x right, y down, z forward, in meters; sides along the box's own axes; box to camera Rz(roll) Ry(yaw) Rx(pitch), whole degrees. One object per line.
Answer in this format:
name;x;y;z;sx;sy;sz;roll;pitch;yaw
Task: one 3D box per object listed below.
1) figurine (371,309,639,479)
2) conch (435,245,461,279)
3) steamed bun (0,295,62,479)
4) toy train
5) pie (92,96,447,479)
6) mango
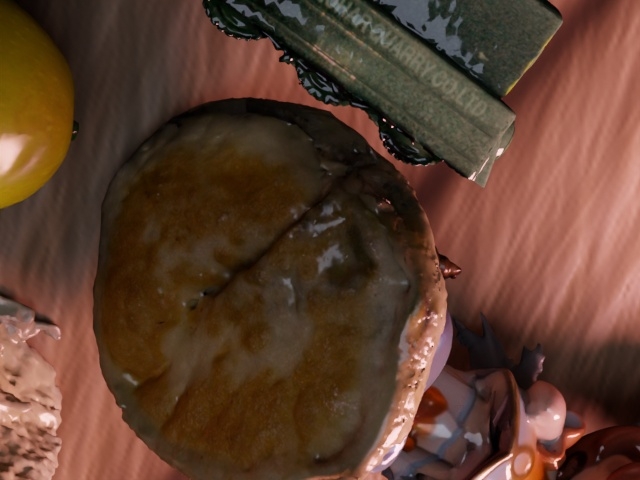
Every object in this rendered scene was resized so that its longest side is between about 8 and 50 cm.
figurine;0.191;0.217;1.070;0.388;0.248;0.276;33;110;-8
conch;0.003;0.000;1.021;0.232;0.080;0.086;23;111;-14
steamed bun;-0.372;0.179;0.967;0.290;0.272;0.273;35;107;-14
toy train;0.039;-0.188;0.914;0.330;0.138;0.178;33;103;-19
pie;-0.051;0.047;0.956;0.339;0.077;0.339;-1;87;31
mango;-0.337;-0.143;0.867;0.343;0.192;0.156;30;130;-12
